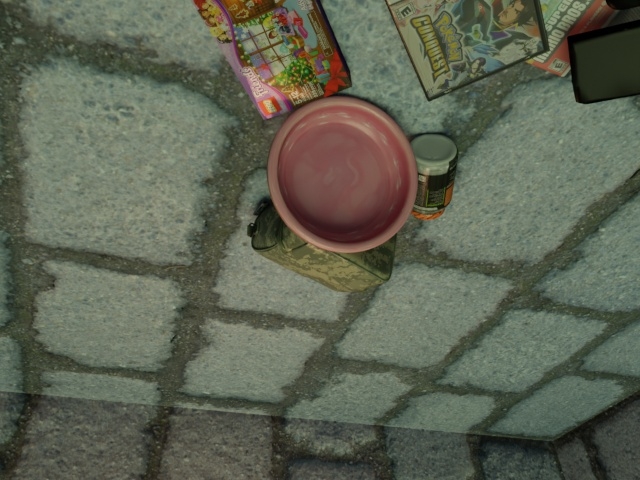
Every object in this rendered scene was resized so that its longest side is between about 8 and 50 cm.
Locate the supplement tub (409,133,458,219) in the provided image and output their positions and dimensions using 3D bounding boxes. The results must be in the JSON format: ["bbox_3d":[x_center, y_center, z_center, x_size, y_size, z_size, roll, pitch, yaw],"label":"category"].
[{"bbox_3d":[0.256,-0.145,1.313,0.116,0.117,0.190,-5,139,1],"label":"supplement tub"}]

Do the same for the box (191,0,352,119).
[{"bbox_3d":[-0.082,-0.382,1.050,0.200,0.057,0.293,-17,138,16],"label":"box"}]

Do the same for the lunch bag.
[{"bbox_3d":[0.000,0.000,1.390,0.305,0.213,0.256,29,144,-29],"label":"lunch bag"}]

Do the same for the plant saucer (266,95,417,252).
[{"bbox_3d":[0.043,-0.137,1.196,0.332,0.332,0.084,10,172,-16],"label":"plant saucer"}]

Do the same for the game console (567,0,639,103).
[{"bbox_3d":[0.538,-0.425,0.972,0.213,0.044,0.361,-7,121,27],"label":"game console"}]

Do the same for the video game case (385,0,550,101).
[{"bbox_3d":[0.271,-0.411,1.025,0.248,0.035,0.275,-20,136,18],"label":"video game case"}]

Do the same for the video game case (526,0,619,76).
[{"bbox_3d":[0.415,-0.439,1.052,0.285,0.025,0.204,13,137,-19],"label":"video game case"}]

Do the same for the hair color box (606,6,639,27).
[{"bbox_3d":[0.622,-0.428,1.031,0.053,0.093,0.167,17,136,-24],"label":"hair color box"}]
